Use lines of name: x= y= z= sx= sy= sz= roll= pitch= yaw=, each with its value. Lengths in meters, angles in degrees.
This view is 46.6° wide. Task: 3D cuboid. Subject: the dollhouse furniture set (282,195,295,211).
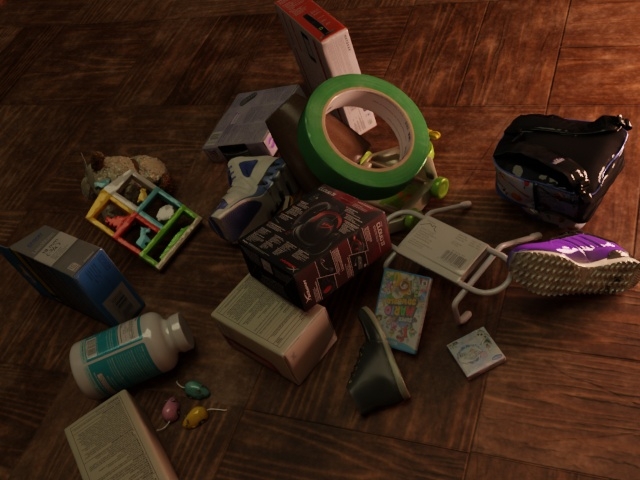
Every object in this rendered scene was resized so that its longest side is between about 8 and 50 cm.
dollhouse furniture set: x=-0.066 y=-0.040 z=1.906 sx=0.058 sy=0.076 sz=0.152 roll=-1 pitch=60 yaw=23

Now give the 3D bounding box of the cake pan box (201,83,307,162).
cake pan box: x=-0.196 y=-0.343 z=2.197 sx=0.245 sy=0.070 sz=0.267 roll=-3 pitch=47 yaw=37

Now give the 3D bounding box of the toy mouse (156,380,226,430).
toy mouse: x=-0.308 y=0.360 z=1.672 sx=0.161 sy=0.031 sz=0.143 roll=-28 pitch=46 yaw=-5

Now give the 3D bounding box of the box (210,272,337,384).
box: x=-0.104 y=0.194 z=1.675 sx=0.232 sy=0.127 sz=0.148 roll=24 pitch=60 yaw=35

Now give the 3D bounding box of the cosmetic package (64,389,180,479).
cosmetic package: x=-0.399 y=0.480 z=1.546 sx=0.160 sy=0.113 sz=0.309 roll=-33 pitch=48 yaw=-9

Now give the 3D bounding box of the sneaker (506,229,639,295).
sneaker: x=0.513 y=0.035 z=1.562 sx=0.293 sy=0.102 sz=0.146 roll=5 pitch=35 yaw=-14

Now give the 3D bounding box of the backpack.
backpack: x=0.534 y=-0.169 z=1.699 sx=0.263 sy=0.213 sz=0.276 roll=25 pitch=56 yaw=27

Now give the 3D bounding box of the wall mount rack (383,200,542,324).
wall mount rack: x=0.317 y=0.017 z=1.681 sx=0.350 sy=0.130 sz=0.304 roll=31 pitch=70 yaw=38

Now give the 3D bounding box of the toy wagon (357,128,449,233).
toy wagon: x=0.197 y=-0.155 z=1.912 sx=0.267 sy=0.068 sz=0.344 roll=25 pitch=62 yaw=35

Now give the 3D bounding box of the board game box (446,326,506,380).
board game box: x=0.324 y=0.235 z=1.550 sx=0.090 sy=0.020 sz=0.090 roll=-26 pitch=46 yaw=-3

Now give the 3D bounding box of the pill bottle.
pill bottle: x=-0.433 y=0.259 z=1.731 sx=0.264 sy=0.146 sz=0.146 roll=-22 pitch=46 yaw=1

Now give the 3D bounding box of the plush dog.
plush dog: x=-0.553 y=-0.185 z=2.164 sx=0.225 sy=0.211 sz=0.262 roll=-18 pitch=42 yaw=-33

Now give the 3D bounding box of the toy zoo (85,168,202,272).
toy zoo: x=-0.494 y=-0.069 z=2.018 sx=0.293 sy=0.030 sz=0.192 roll=34 pitch=66 yaw=4

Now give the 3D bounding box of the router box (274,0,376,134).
router box: x=0.015 y=-0.498 z=2.098 sx=0.082 sy=0.335 sz=0.301 roll=-31 pitch=47 yaw=-7

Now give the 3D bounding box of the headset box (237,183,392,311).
headset box: x=0.000 y=0.000 z=1.666 sx=0.293 sy=0.110 sz=0.218 roll=-36 pitch=40 yaw=-25

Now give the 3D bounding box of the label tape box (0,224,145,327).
label tape box: x=-0.641 y=0.083 z=1.899 sx=0.333 sy=0.241 sz=0.106 roll=18 pitch=59 yaw=32

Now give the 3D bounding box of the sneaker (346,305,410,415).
sneaker: x=0.093 y=0.249 z=1.563 sx=0.118 sy=0.083 sz=0.222 roll=-23 pitch=59 yaw=2

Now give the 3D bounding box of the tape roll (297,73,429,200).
tape roll: x=0.105 y=-0.255 z=1.815 sx=0.321 sy=0.077 sz=0.321 roll=7 pitch=64 yaw=-15

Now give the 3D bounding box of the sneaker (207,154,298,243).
sneaker: x=-0.202 y=-0.130 z=2.016 sx=0.182 sy=0.127 sz=0.315 roll=19 pitch=52 yaw=37

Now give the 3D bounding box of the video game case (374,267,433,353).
video game case: x=0.173 y=0.151 z=1.615 sx=0.119 sy=0.015 sz=0.166 roll=12 pitch=89 yaw=37

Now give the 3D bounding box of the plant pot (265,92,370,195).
plant pot: x=-0.026 y=-0.260 z=1.919 sx=0.215 sy=0.230 sz=0.215 roll=-42 pitch=10 yaw=9
